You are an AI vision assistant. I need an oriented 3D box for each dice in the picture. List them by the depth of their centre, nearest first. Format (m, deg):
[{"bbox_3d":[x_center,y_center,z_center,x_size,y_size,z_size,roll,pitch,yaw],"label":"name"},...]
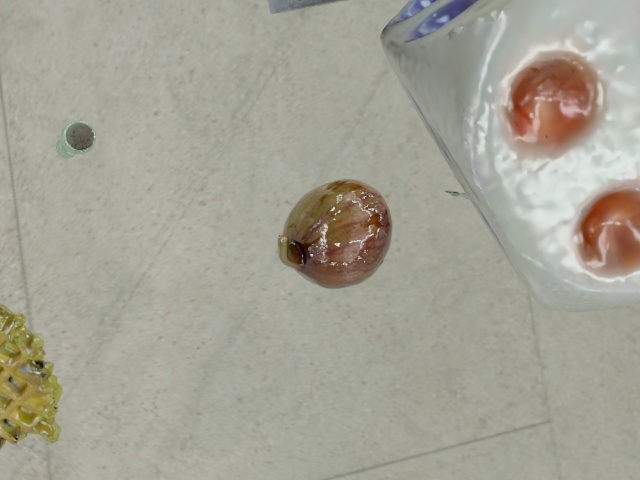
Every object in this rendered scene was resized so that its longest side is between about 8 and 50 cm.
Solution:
[{"bbox_3d":[0.213,-0.121,0.647,0.259,0.243,0.251,-33,109,7],"label":"dice"}]

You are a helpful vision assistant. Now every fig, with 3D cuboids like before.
[{"bbox_3d":[0.002,0.003,1.265,0.207,0.175,0.175,-28,95,-29],"label":"fig"}]

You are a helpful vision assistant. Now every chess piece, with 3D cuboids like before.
[{"bbox_3d":[-0.446,-0.171,1.495,0.059,0.149,0.059,4,82,-28],"label":"chess piece"}]

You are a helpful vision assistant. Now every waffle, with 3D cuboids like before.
[{"bbox_3d":[-0.453,0.173,1.084,0.245,0.254,0.052,7,32,9],"label":"waffle"}]

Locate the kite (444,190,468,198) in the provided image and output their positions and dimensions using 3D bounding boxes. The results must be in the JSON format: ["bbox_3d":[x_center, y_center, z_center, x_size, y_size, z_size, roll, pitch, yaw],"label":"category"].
[{"bbox_3d":[0.285,-0.058,1.217,0.229,0.250,0.012,43,66,-45],"label":"kite"}]

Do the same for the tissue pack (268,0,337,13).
[{"bbox_3d":[0.059,-0.580,1.498,0.124,0.394,0.288,-25,110,-51],"label":"tissue pack"}]
